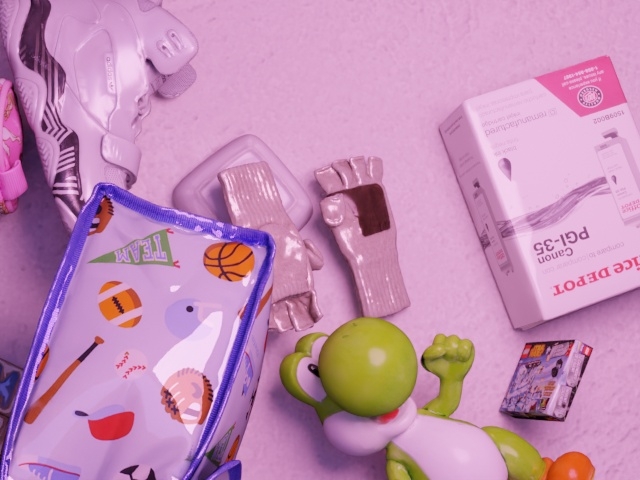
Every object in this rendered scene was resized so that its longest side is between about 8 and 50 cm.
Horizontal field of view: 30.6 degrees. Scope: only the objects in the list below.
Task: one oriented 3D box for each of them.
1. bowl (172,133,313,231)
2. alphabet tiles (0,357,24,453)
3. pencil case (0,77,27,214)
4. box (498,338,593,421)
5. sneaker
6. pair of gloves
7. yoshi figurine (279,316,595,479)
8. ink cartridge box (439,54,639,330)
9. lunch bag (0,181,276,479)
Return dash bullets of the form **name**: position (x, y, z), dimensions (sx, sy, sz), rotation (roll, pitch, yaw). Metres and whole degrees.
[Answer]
- **bowl**: position (-0.091, -0.048, 1.407), dimensions (0.142, 0.053, 0.142), rotation (-39, 90, -12)
- **alphabet tiles**: position (-0.304, 0.292, 1.337), dimensions (0.285, 0.011, 0.342), rotation (26, 78, -4)
- **pencil case**: position (-0.521, -0.110, 1.295), dimensions (0.386, 0.160, 0.167), rotation (0, 80, -10)
- **box**: position (0.265, 0.166, 1.383), dimensions (0.027, 0.137, 0.094), rotation (26, 78, -10)
- **sneaker**: position (-0.227, -0.139, 1.355), dimensions (0.210, 0.137, 0.366), rotation (-18, 82, -10)
- **pair of gloves**: position (0.000, 0.000, 1.368), dimensions (0.240, 0.042, 0.204), rotation (-5, 78, -36)
- **yoshi figurine**: position (0.120, 0.211, 1.292), dimensions (0.362, 0.203, 0.203), rotation (34, 109, 6)
- **ink cartridge box**: position (0.298, -0.056, 1.436), dimensions (0.207, 0.117, 0.283), rotation (-19, 84, -12)
- **lunch bag**: position (-0.184, 0.202, 1.156), dimensions (0.239, 0.328, 0.385), rotation (16, 58, 2)
